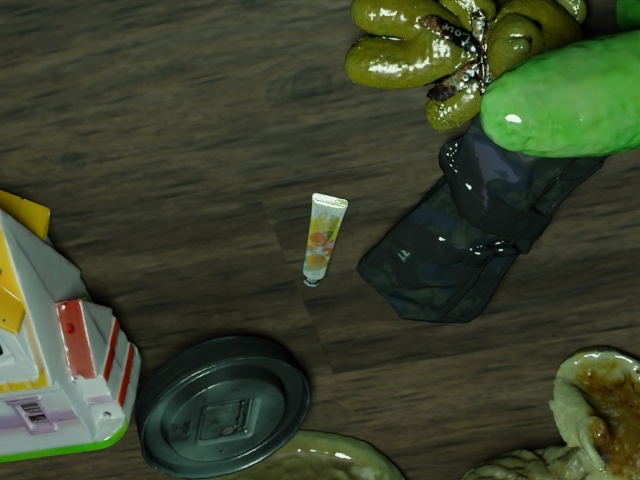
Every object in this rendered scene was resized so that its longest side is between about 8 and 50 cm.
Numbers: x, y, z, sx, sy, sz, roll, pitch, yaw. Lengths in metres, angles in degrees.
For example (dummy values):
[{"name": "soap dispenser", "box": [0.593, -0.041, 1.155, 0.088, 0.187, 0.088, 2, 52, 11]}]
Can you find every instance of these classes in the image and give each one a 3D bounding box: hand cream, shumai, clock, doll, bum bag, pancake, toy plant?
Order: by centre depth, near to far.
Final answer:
[{"name": "toy plant", "box": [0.338, -0.164, 1.334, 0.356, 0.210, 0.317, -32, 148, 35]}, {"name": "doll", "box": [0.125, -0.160, 1.442, 0.210, 0.097, 0.137, 2, 92, 0]}, {"name": "bum bag", "box": [0.144, -0.022, 1.583, 0.137, 0.074, 0.310, 21, 130, -17]}, {"name": "hand cream", "box": [0.000, 0.000, 1.655, 0.035, 0.022, 0.102, 15, 125, 2]}, {"name": "clock", "box": [-0.340, 0.065, 1.668, 0.235, 0.166, 0.309, -9, 134, 15]}, {"name": "shumai", "box": [0.294, 0.248, 1.738, 0.314, 0.267, 0.262, 18, 102, -42]}, {"name": "clock", "box": [-0.101, 0.170, 1.749, 0.184, 0.040, 0.184, -15, 137, -14]}, {"name": "pancake", "box": [-0.018, 0.327, 1.904, 0.294, 0.049, 0.294, 5, 129, 6]}]
